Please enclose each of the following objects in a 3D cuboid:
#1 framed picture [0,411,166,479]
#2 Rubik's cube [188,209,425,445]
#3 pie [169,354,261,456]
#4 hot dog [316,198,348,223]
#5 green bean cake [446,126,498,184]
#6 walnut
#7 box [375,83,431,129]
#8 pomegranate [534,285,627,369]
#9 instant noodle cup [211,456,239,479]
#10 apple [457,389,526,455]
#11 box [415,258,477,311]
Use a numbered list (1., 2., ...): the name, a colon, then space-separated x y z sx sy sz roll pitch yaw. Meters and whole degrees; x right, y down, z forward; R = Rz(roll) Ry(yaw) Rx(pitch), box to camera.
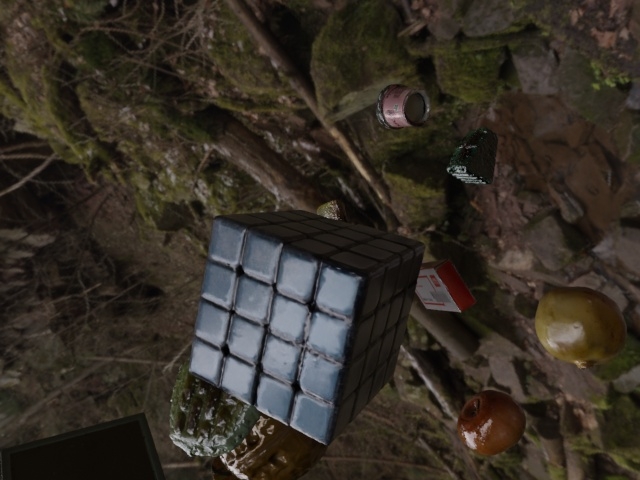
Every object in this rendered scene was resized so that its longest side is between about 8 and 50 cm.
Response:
1. framed picture: -0.494 0.494 1.043 0.232 0.296 0.019 49 133 44
2. Rubik's cube: -0.019 0.136 1.025 0.337 0.344 0.344 17 105 26
3. pie: -0.276 0.404 1.277 0.306 0.306 0.071 54 -171 29
4. hot dog: 0.003 0.001 1.364 0.123 0.261 0.093 39 -159 6
5. green bean cake: 0.557 -0.319 1.816 0.194 0.208 0.107 16 174 -40
6. walnut: -0.154 0.595 1.575 0.354 0.398 0.308 47 -164 11
7. box: 0.285 -0.444 1.654 0.135 0.151 0.151 25 145 54
8. pomegranate: 0.711 0.231 1.358 0.233 0.233 0.233 57 169 18
9. instant noodle cup: -0.276 0.865 1.735 0.230 0.230 0.182 45 128 54
10. apple: 0.577 0.620 1.703 0.173 0.235 0.210 44 -172 -10
11. box: 0.284 0.112 1.213 0.122 0.050 0.229 59 169 0
